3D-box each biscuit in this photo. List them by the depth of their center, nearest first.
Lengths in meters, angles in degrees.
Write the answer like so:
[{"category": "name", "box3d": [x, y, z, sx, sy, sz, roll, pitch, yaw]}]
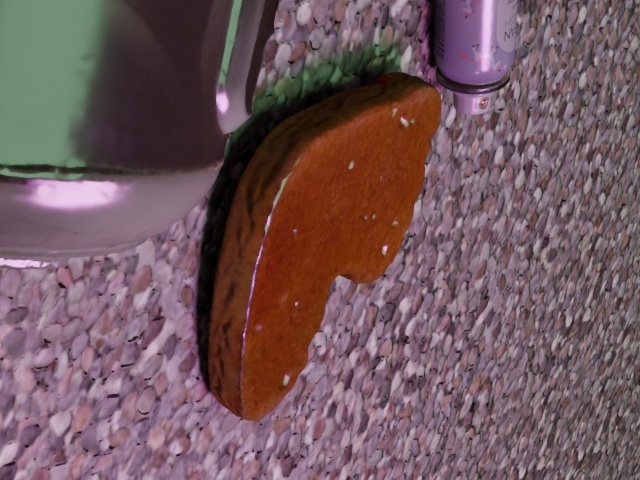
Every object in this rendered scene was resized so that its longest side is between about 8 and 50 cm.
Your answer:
[{"category": "biscuit", "box3d": [-0.002, -0.001, 1.363, 0.277, 0.052, 0.262, -32, 139, -49]}]

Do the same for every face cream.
[{"category": "face cream", "box3d": [0.137, -0.219, 1.435, 0.075, 0.075, 0.229, -40, 140, -42]}]

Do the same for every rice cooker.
[{"category": "rice cooker", "box3d": [-0.162, -0.180, 0.701, 0.335, 0.335, 0.325, -4, 110, -59]}]
